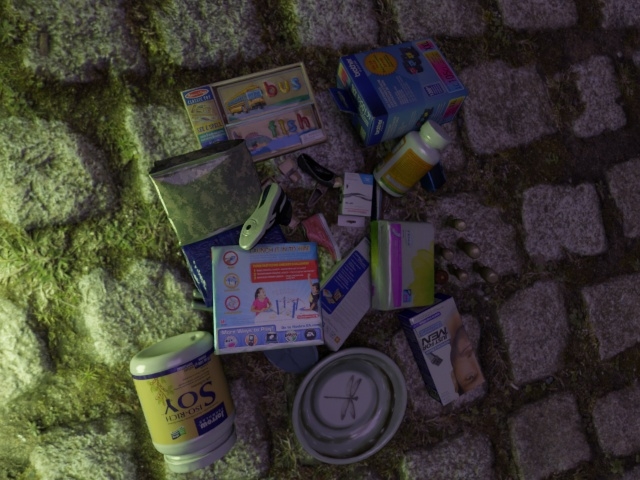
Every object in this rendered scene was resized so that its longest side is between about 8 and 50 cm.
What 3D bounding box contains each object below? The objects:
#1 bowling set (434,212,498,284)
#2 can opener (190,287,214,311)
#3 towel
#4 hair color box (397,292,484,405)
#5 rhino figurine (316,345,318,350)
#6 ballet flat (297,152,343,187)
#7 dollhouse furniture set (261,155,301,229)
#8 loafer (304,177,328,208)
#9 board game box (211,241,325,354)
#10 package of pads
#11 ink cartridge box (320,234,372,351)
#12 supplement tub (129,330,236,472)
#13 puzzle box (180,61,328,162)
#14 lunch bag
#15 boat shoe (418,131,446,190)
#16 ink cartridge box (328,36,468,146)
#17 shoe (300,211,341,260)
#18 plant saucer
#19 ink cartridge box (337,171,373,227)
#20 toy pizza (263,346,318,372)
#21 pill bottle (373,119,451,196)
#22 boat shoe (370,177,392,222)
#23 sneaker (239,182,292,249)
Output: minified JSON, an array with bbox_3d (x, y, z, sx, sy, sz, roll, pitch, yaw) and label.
[{"bbox_3d":[0.471,0.062,1.459,0.200,0.154,0.286,-30,99,7],"label":"bowling set"},{"bbox_3d":[-0.266,0.203,1.296,0.281,0.093,0.074,11,87,-8],"label":"can opener"},{"bbox_3d":[-0.254,0.050,1.281,0.309,0.076,0.227,-22,85,-14],"label":"towel"},{"bbox_3d":[0.428,0.381,1.453,0.185,0.110,0.338,-24,98,-13],"label":"hair color box"},{"bbox_3d":[-0.060,0.260,1.347,0.106,0.073,0.243,-41,99,-33],"label":"rhino figurine"},{"bbox_3d":[-0.002,-0.228,1.353,0.173,0.049,0.057,30,65,-1],"label":"ballet flat"},{"bbox_3d":[-0.094,-0.155,1.321,0.161,0.101,0.182,-45,100,-9],"label":"dollhouse furniture set"},{"bbox_3d":[-0.008,-0.159,1.374,0.045,0.039,0.125,36,83,-11],"label":"loafer"},{"bbox_3d":[-0.155,0.164,1.195,0.309,0.086,0.301,-2,80,-12],"label":"board game box"},{"bbox_3d":[0.283,0.080,1.381,0.229,0.101,0.296,0,89,-34],"label":"package of pads"},{"bbox_3d":[0.092,0.170,1.363,0.175,0.069,0.371,47,66,-10],"label":"ink cartridge box"},{"bbox_3d":[-0.388,0.457,1.188,0.241,0.241,0.330,-17,94,-13],"label":"supplement tub"},{"bbox_3d":[-0.204,-0.395,1.318,0.409,0.052,0.271,-20,95,-12],"label":"puzzle box"},{"bbox_3d":[-0.314,-0.152,1.201,0.287,0.169,0.235,-18,118,-6],"label":"lunch bag"},{"bbox_3d":[0.372,-0.304,1.445,0.089,0.109,0.258,-29,114,-19],"label":"boat shoe"},{"bbox_3d":[0.223,-0.476,1.322,0.396,0.151,0.269,-19,68,-11],"label":"ink cartridge box"},{"bbox_3d":[0.000,0.000,1.369,0.081,0.063,0.177,-25,91,-11],"label":"shoe"},{"bbox_3d":[0.090,0.534,1.363,0.401,0.100,0.399,-2,98,-18],"label":"plant saucer"},{"bbox_3d":[0.119,-0.137,1.394,0.104,0.060,0.179,3,90,-14],"label":"ink cartridge box"},{"bbox_3d":[-0.099,0.343,1.312,0.202,0.032,0.201,9,120,17],"label":"toy pizza"},{"bbox_3d":[0.301,-0.268,1.334,0.136,0.136,0.245,36,125,-11],"label":"pill bottle"},{"bbox_3d":[0.215,-0.124,1.414,0.066,0.066,0.183,1,90,-15],"label":"boat shoe"},{"bbox_3d":[-0.144,-0.049,1.196,0.121,0.079,0.216,45,64,-49],"label":"sneaker"}]
